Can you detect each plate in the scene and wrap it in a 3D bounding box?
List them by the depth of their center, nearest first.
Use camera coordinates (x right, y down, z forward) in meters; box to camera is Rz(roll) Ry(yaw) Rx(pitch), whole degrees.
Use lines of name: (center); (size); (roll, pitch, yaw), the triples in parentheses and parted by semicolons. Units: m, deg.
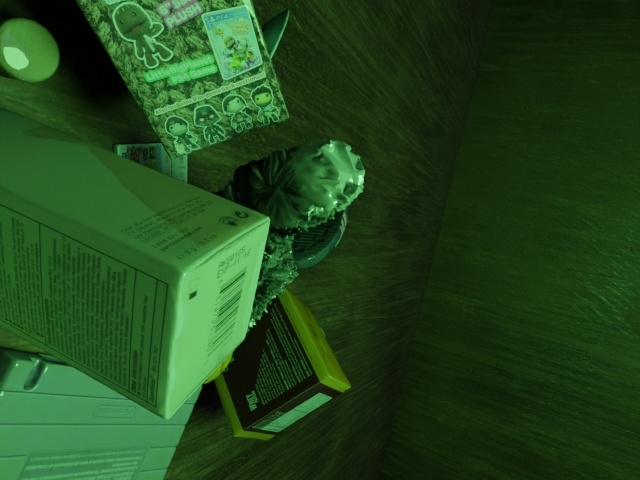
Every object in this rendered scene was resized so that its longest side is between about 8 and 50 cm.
plate: (-0.104, -0.277, 0.696); (0.024, 0.188, 0.188); (24, 79, -22)

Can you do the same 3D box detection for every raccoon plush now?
raccoon plush: (-0.057, 0.007, 0.660); (0.299, 0.447, 0.216); (-25, 98, -55)

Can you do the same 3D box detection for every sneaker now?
sneaker: (0.000, 0.000, 1.002); (0.319, 0.112, 0.131); (-55, 153, -55)

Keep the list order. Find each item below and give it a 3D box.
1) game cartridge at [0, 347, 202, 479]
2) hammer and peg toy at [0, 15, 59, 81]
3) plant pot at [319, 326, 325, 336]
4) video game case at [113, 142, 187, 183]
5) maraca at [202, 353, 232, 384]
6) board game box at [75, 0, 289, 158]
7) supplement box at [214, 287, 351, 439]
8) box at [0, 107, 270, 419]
game cartridge: (-0.332, 0.290, 0.623); (0.230, 0.068, 0.355); (-65, 151, -12)
hammer and peg toy: (-0.341, -0.221, 0.279); (0.266, 0.127, 0.361); (-60, 149, -27)
plant pot: (-0.090, 0.292, 1.021); (0.237, 0.110, 0.237); (-36, 134, -50)
video game case: (-0.244, -0.099, 0.649); (0.122, 0.011, 0.087); (-23, 123, -57)
maraca: (-0.195, 0.175, 0.743); (0.099, 0.127, 0.185); (63, 14, -9)
board game box: (-0.158, -0.279, 0.456); (0.291, 0.141, 0.232); (71, -1, -46)
supplement box: (-0.085, 0.232, 0.831); (0.194, 0.191, 0.129); (-33, 147, 3)
box: (-0.217, 0.002, 0.388); (0.121, 0.311, 0.148); (-44, 154, -59)
